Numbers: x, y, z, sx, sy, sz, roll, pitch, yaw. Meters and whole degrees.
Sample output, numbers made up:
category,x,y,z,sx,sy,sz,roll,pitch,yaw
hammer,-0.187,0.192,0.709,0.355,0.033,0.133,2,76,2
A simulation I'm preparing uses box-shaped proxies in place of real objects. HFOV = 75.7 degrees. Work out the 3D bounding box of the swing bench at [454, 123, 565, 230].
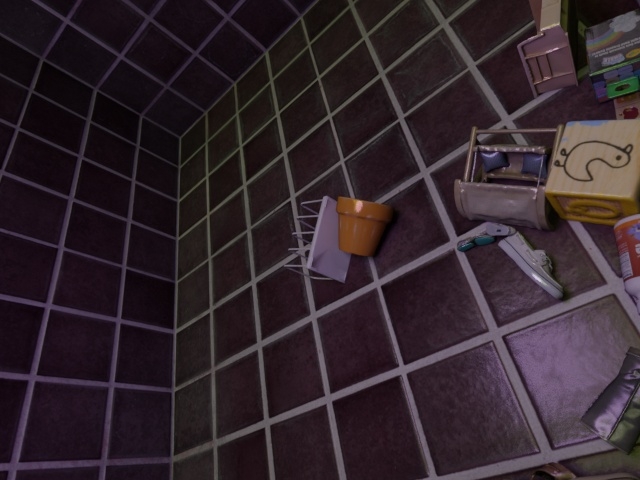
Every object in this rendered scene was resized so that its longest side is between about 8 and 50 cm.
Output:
category,x,y,z,sx,sy,sz,roll,pitch,yaw
swing bench,0.543,-0.178,1.177,0.253,0.165,0.254,13,80,45

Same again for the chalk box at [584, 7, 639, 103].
category,x,y,z,sx,sy,sz,roll,pitch,yaw
chalk box,0.794,-0.467,1.094,0.133,0.132,0.212,-9,65,39

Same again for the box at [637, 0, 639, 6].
category,x,y,z,sx,sy,sz,roll,pitch,yaw
box,0.929,-0.703,1.128,0.101,0.087,0.101,-20,57,35

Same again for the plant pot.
category,x,y,z,sx,sy,sz,roll,pitch,yaw
plant pot,0.145,-0.047,1.476,0.205,0.205,0.187,17,97,46

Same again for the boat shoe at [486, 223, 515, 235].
category,x,y,z,sx,sy,sz,roll,pitch,yaw
boat shoe,0.521,-0.030,1.189,0.100,0.035,0.035,-171,84,-74

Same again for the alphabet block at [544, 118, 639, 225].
category,x,y,z,sx,sy,sz,roll,pitch,yaw
alphabet block,0.694,-0.161,1.008,0.192,0.193,0.197,13,79,47

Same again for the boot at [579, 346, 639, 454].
category,x,y,z,sx,sy,sz,roll,pitch,yaw
boot,0.680,0.351,0.855,0.208,0.076,0.190,-56,29,-3

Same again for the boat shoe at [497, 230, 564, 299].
category,x,y,z,sx,sy,sz,roll,pitch,yaw
boat shoe,0.570,0.055,1.095,0.076,0.083,0.226,-47,45,17

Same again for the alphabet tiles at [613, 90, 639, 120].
category,x,y,z,sx,sy,sz,roll,pitch,yaw
alphabet tiles,0.940,-0.411,1.031,0.343,0.011,0.284,-12,63,39

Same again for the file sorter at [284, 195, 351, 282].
category,x,y,z,sx,sy,sz,roll,pitch,yaw
file sorter,0.000,0.000,1.579,0.173,0.193,0.277,-1,70,46

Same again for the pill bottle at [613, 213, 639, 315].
category,x,y,z,sx,sy,sz,roll,pitch,yaw
pill bottle,0.739,0.055,0.911,0.121,0.121,0.216,-14,62,38

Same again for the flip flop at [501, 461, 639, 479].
category,x,y,z,sx,sy,sz,roll,pitch,yaw
flip flop,0.536,0.525,0.894,0.277,0.112,0.080,-30,26,32

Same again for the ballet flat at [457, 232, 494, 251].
category,x,y,z,sx,sy,sz,roll,pitch,yaw
ballet flat,0.469,-0.001,1.251,0.114,0.041,0.041,-22,57,33

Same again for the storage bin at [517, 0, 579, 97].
category,x,y,z,sx,sy,sz,roll,pitch,yaw
storage bin,0.671,-0.617,1.206,0.123,0.260,0.262,-1,69,39
